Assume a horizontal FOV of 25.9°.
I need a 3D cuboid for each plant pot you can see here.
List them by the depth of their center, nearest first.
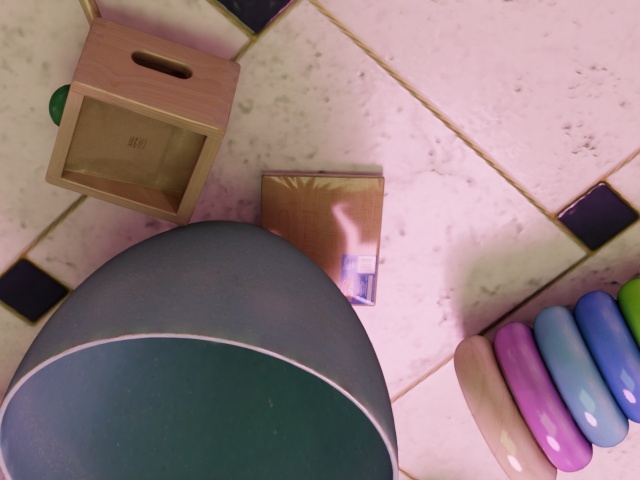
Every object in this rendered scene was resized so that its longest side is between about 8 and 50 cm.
[{"bbox_3d":[-0.081,0.098,1.063,0.290,0.195,0.290,3,134,3],"label":"plant pot"}]

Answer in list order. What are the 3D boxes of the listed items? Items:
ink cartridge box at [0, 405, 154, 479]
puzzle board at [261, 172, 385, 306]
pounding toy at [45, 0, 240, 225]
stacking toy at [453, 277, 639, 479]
[{"bbox_3d":[-0.235,0.231,1.160,0.333,0.065,0.165,-48,111,-4],"label":"ink cartridge box"},{"bbox_3d":[0.000,0.000,1.123,0.096,0.011,0.128,1,126,-2],"label":"puzzle board"},{"bbox_3d":[-0.139,-0.106,1.008,0.141,0.100,0.130,18,138,-9],"label":"pounding toy"},{"bbox_3d":[0.279,0.073,1.118,0.330,0.141,0.141,-29,121,10],"label":"stacking toy"}]
